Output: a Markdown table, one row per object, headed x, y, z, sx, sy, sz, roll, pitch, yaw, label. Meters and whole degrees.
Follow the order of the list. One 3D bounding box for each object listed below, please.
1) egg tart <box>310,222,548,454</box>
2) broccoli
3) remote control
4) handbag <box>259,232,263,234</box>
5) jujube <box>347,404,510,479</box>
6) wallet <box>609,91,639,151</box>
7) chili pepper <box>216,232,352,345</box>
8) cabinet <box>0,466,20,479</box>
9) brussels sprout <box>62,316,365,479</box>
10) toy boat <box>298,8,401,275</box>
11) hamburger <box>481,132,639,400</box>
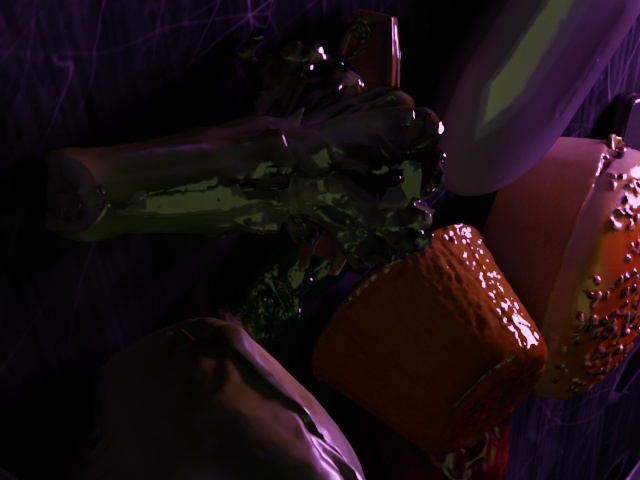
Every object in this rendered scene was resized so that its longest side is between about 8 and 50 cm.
| x | y | z | sx | sy | sz | roll | pitch | yaw | label |
| --- | --- | --- | --- | --- | --- | --- | --- | --- | --- |
| 0.105 | 0.099 | 1.681 | 0.215 | 0.171 | 0.215 | -33 | 154 | -18 | egg tart |
| -0.057 | -0.042 | 1.174 | 0.304 | 0.165 | 0.145 | -8 | 129 | -45 | broccoli |
| 0.204 | -0.186 | 1.590 | 0.332 | 0.103 | 0.221 | -58 | 153 | 0 | remote control |
| -0.041 | -0.046 | 1.349 | 0.061 | 0.027 | 0.083 | -53 | 163 | -18 | handbag |
| 0.110 | 0.236 | 1.877 | 0.174 | 0.174 | 0.250 | -33 | 139 | -48 | jujube |
| 0.375 | -0.065 | 2.138 | 0.149 | 0.044 | 0.250 | -1 | 106 | -50 | wallet |
| 0.002 | 0.001 | 1.463 | 0.224 | 0.061 | 0.098 | -43 | 148 | -30 | chili pepper |
| -0.247 | 0.275 | 1.164 | 0.145 | 0.150 | 0.206 | -30 | 145 | -51 | cabinet |
| -0.073 | 0.204 | 1.284 | 0.227 | 0.294 | 0.259 | -26 | 152 | -8 | brussels sprout |
| 0.021 | -0.074 | 1.355 | 0.072 | 0.064 | 0.206 | -47 | 149 | -75 | toy boat |
| 0.268 | 0.025 | 1.861 | 0.300 | 0.176 | 0.300 | 17 | 90 | -74 | hamburger |
